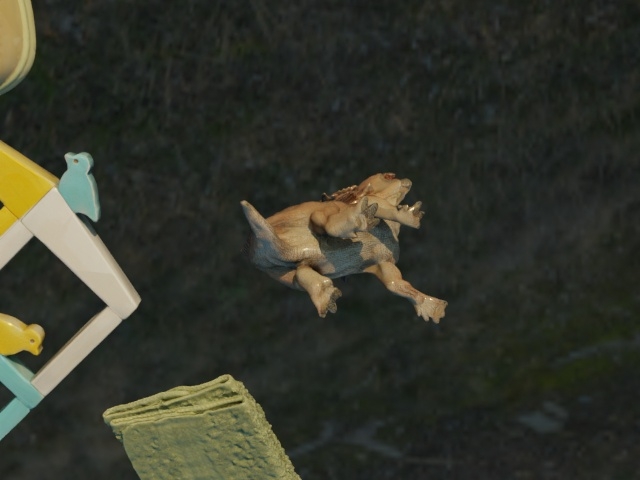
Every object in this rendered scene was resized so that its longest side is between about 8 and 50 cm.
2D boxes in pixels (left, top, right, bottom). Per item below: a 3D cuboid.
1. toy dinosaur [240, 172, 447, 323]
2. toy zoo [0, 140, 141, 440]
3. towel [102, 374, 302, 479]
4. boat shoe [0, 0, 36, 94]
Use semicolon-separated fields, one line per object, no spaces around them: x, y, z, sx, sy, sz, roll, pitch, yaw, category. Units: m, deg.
0.000;0.000;1.577;0.295;0.127;0.200;0;-168;-42;toy dinosaur
-0.259;0.044;1.060;0.293;0.030;0.192;-45;96;6;toy zoo
-0.070;0.155;1.063;0.110;0.027;0.148;-13;123;21;towel
-0.299;-0.228;1.112;0.104;0.089;0.285;-31;86;18;boat shoe
